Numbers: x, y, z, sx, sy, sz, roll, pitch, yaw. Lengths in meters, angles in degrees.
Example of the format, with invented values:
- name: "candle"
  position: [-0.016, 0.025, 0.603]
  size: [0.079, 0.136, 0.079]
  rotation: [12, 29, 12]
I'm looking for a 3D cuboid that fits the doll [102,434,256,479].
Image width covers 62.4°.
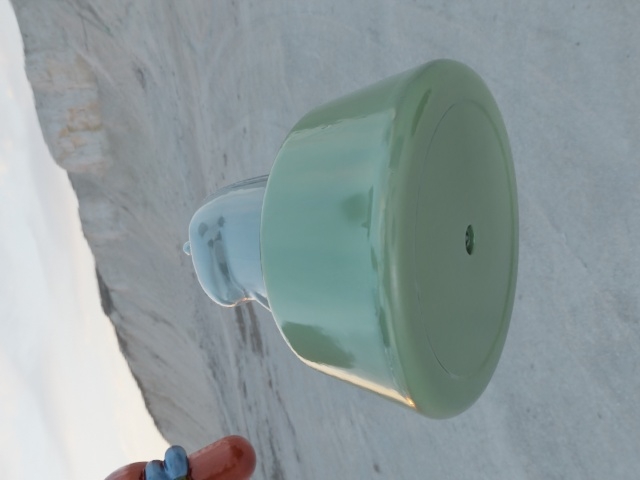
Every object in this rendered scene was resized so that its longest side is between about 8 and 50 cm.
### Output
- name: "doll"
  position: [-0.201, 0.331, 0.609]
  size: [0.130, 0.291, 0.160]
  rotation: [28, 139, 68]

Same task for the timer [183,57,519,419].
- name: "timer"
  position: [0.000, 0.000, 0.521]
  size: [0.316, 0.291, 0.290]
  rotation: [0, 104, 35]
